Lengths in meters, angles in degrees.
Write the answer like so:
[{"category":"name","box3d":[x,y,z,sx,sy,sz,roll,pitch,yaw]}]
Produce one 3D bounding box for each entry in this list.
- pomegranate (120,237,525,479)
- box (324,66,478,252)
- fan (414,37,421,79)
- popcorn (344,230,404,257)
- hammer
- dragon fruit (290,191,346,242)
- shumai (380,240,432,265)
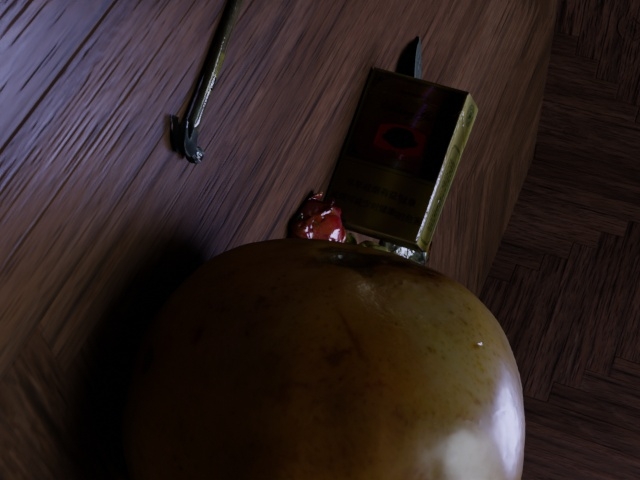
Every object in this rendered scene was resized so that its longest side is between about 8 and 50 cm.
[{"category":"pomegranate","box3d":[0.004,0.190,1.024,0.417,0.417,0.416,17,90,-74]},{"category":"box","box3d":[0.114,-0.117,1.481,0.071,0.159,0.240,45,65,-70]},{"category":"fan","box3d":[0.168,-0.187,1.731,0.182,0.010,0.310,-68,159,-62]},{"category":"popcorn","box3d":[0.048,0.096,1.479,0.195,0.168,0.173,-59,-161,-10]},{"category":"hammer","box3d":[-0.102,-0.166,0.963,0.062,0.017,0.182,44,63,-73]},{"category":"dragon fruit","box3d":[0.002,-0.005,1.387,0.126,0.068,0.112,-40,143,-65]},{"category":"shumai","box3d":[0.162,0.020,1.915,0.099,0.087,0.123,88,26,-52]}]
